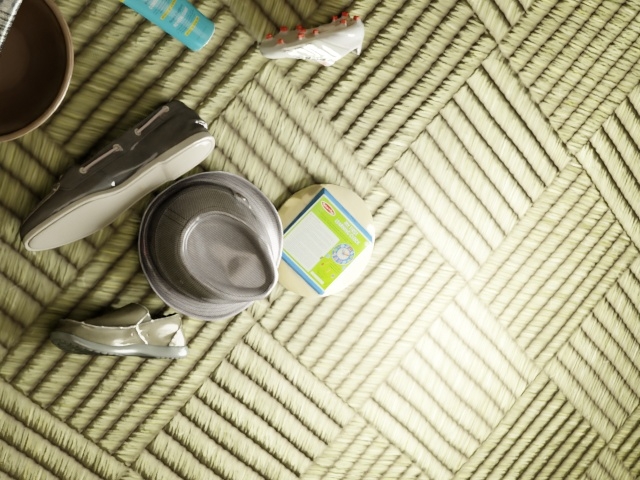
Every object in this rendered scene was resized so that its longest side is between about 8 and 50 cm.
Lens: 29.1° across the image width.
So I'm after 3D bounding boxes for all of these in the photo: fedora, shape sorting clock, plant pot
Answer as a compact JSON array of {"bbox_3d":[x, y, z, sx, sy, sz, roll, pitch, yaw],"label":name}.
[{"bbox_3d":[-0.157,0.020,1.992,0.243,0.124,0.275,-48,120,-8],"label":"fedora"},{"bbox_3d":[0.000,0.000,2.157,0.206,0.040,0.206,-7,111,-19],"label":"shape sorting clock"},{"bbox_3d":[-0.456,-0.253,1.683,0.237,0.110,0.237,-1,99,-8],"label":"plant pot"}]

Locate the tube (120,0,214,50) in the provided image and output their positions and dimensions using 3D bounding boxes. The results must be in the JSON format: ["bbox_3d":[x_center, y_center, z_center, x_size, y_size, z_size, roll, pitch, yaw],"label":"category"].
[{"bbox_3d":[-0.250,-0.362,1.840,0.207,0.052,0.080,35,82,-32],"label":"tube"}]

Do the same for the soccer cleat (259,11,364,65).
[{"bbox_3d":[-0.009,-0.314,2.004,0.196,0.068,0.076,-20,122,-29],"label":"soccer cleat"}]

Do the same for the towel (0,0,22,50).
[{"bbox_3d":[-0.584,-0.273,1.590,0.324,0.056,0.312,25,97,-13],"label":"towel"}]

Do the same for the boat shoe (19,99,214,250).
[{"bbox_3d":[-0.322,-0.100,1.886,0.335,0.095,0.112,-32,160,-14],"label":"boat shoe"}]

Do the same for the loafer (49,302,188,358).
[{"bbox_3d":[-0.323,0.143,1.988,0.251,0.094,0.087,10,79,-45],"label":"loafer"}]
